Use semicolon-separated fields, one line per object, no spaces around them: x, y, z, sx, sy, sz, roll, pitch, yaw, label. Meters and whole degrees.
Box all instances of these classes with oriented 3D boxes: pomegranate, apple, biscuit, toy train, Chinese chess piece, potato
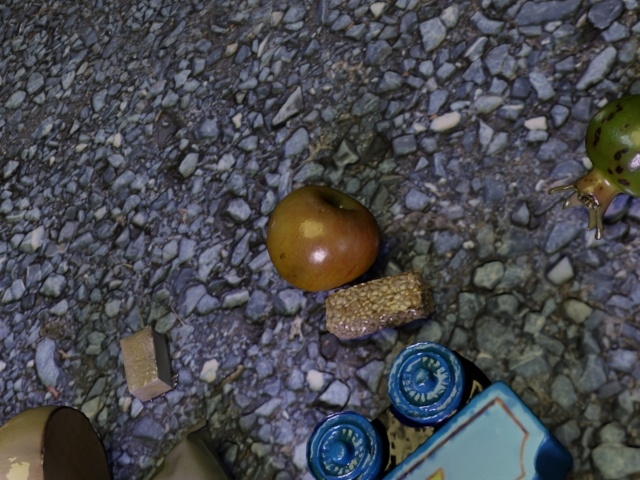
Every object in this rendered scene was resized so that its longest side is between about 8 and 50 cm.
0.429;-0.104;1.221;0.156;0.156;0.220;50;126;41;pomegranate
0.000;0.000;1.407;0.182;0.183;0.155;46;121;41;apple
0.089;0.103;1.348;0.169;0.070;0.082;-18;59;21;biscuit
0.144;0.302;1.123;0.300;0.188;0.265;-42;53;3;toy train
-0.421;0.387;1.385;0.104;0.257;0.257;-17;54;6;Chinese chess piece
-0.302;0.216;1.541;0.086;0.061;0.122;-28;52;13;potato

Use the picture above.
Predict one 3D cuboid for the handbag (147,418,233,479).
-0.190;0.458;1.294;0.253;0.109;0.316;-47;49;7;handbag
